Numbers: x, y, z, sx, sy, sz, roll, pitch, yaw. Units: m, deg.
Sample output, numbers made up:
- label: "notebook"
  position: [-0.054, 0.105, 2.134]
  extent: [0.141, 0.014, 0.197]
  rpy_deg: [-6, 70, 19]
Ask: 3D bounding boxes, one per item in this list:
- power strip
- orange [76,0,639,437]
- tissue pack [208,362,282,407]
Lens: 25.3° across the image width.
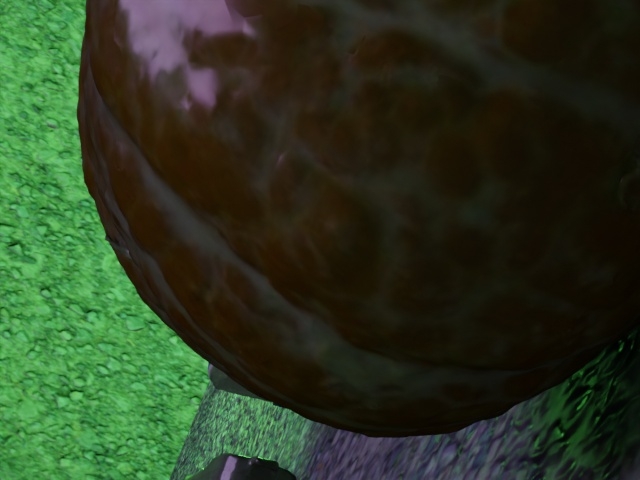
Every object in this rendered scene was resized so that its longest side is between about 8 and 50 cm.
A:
- label: "power strip"
  position: [-0.081, 0.237, 1.300]
  extent: [0.286, 0.080, 0.048]
  rpy_deg: [132, 155, -67]
- label: "orange"
  position: [0.043, -0.083, 0.568]
  extent: [0.329, 0.249, 0.329]
  rpy_deg: [-57, 7, 11]
- label: "tissue pack"
  position: [0.000, 0.000, 1.238]
  extent: [0.270, 0.137, 0.209]
  rpy_deg: [-87, 21, -65]
